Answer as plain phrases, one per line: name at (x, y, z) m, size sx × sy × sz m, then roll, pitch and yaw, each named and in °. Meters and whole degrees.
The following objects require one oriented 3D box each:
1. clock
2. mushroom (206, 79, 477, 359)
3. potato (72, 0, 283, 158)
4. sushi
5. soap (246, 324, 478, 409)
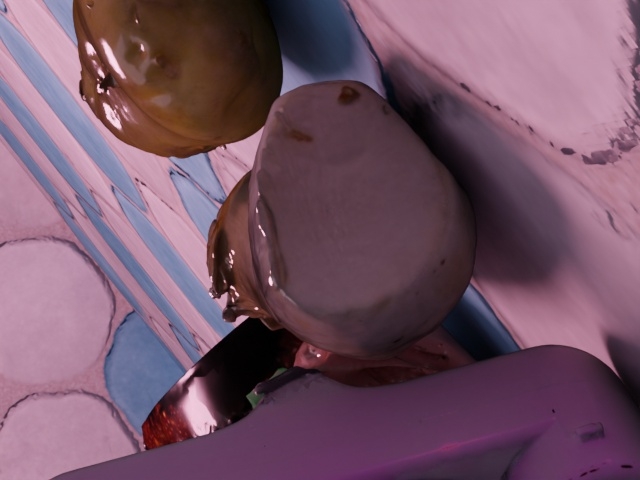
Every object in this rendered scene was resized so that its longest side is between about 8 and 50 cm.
clock at (0.018, 0.162, 0.632) m, size 0.090 × 0.227 × 0.248 m, roll -111°, pitch 9°, yaw -53°
mushroom at (0.004, 0.003, 0.672) m, size 0.092 × 0.081 × 0.223 m, roll 36°, pitch 173°, yaw -1°
potato at (-0.054, -0.074, 0.668) m, size 0.092 × 0.070 × 0.138 m, roll 59°, pitch 168°, yaw -7°
sushi at (-0.031, 0.122, 1.138) m, size 0.126 × 0.136 × 0.225 m, roll 48°, pitch 164°, yaw 2°
soap at (0.054, 0.128, 0.847) m, size 0.218 × 0.098 × 0.273 m, roll 50°, pitch 171°, yaw 7°
